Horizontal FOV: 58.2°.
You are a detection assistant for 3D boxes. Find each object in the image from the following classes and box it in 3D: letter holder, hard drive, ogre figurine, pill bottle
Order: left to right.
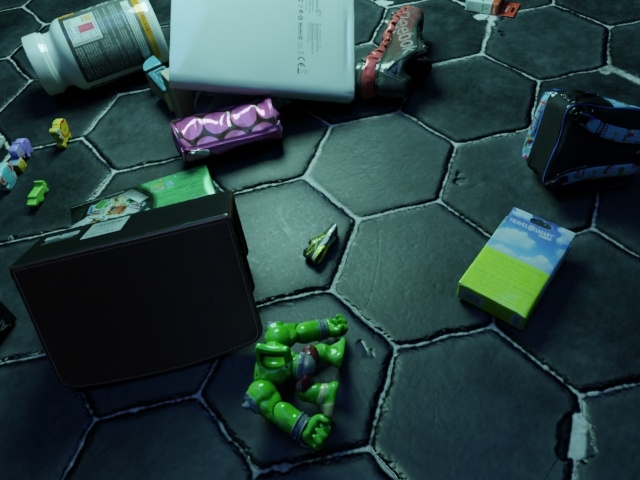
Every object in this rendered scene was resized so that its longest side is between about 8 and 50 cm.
[{"bbox_3d":[-0.493,-0.431,1.276,0.279,0.162,0.162,-23,52,-12],"label":"pill bottle"},{"bbox_3d":[-0.254,0.074,0.868,0.302,0.214,0.152,-14,19,-3],"label":"letter holder"},{"bbox_3d":[-0.109,-0.396,1.118,0.353,0.047,0.232,2,84,-14],"label":"hard drive"},{"bbox_3d":[-0.031,0.174,0.777,0.118,0.097,0.197,12,65,2],"label":"ogre figurine"}]

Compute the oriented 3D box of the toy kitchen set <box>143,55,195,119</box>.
[{"bbox_3d":[-0.271,-0.362,1.217,0.166,0.122,0.207,-32,55,-17],"label":"toy kitchen set"}]

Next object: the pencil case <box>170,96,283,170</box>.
[{"bbox_3d":[-0.174,-0.208,1.102,0.209,0.095,0.098,-19,31,-9],"label":"pencil case"}]

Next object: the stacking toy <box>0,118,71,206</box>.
[{"bbox_3d":[-0.610,-0.155,1.141,0.167,0.052,0.221,-2,52,6],"label":"stacking toy"}]

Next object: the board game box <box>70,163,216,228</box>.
[{"bbox_3d":[-0.312,-0.049,1.033,0.260,0.030,0.136,-18,49,-7],"label":"board game box"}]

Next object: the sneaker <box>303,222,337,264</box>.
[{"bbox_3d":[0.000,0.000,0.950,0.035,0.031,0.083,21,57,23],"label":"sneaker"}]

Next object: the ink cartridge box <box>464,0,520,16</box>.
[{"bbox_3d":[0.403,-0.557,1.344,0.115,0.029,0.063,18,56,21],"label":"ink cartridge box"}]

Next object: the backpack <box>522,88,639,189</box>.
[{"bbox_3d":[0.448,-0.167,0.952,0.173,0.158,0.117,1,32,-9],"label":"backpack"}]

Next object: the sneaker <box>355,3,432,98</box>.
[{"bbox_3d":[0.178,-0.389,1.196,0.135,0.097,0.276,16,57,19],"label":"sneaker"}]

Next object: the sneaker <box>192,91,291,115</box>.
[{"bbox_3d":[-0.129,-0.311,1.169,0.283,0.110,0.122,-38,60,-21],"label":"sneaker"}]

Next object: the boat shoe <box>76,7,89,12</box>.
[{"bbox_3d":[-0.581,-0.502,1.400,0.073,0.073,0.207,0,52,10],"label":"boat shoe"}]

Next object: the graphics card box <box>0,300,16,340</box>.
[{"bbox_3d":[-0.656,0.215,0.827,0.233,0.094,0.370,13,53,17],"label":"graphics card box"}]

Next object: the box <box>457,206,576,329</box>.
[{"bbox_3d":[0.298,0.038,0.874,0.109,0.042,0.178,29,60,26],"label":"box"}]
